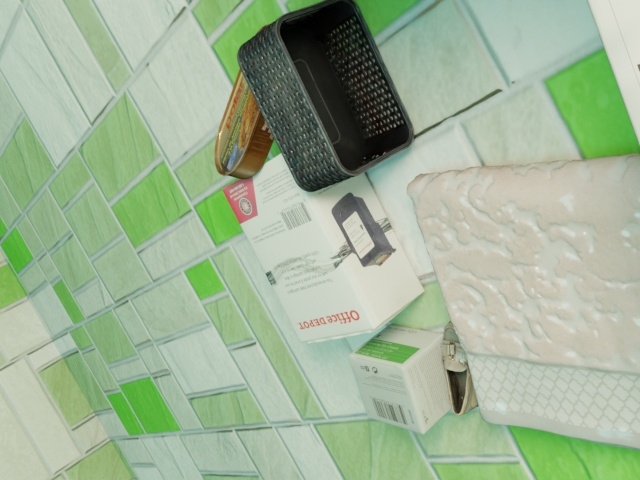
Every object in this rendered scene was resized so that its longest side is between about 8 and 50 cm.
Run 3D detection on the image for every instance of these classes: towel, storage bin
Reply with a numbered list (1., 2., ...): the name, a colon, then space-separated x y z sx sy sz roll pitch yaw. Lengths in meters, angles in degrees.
1. towel: 0.255 0.070 0.764 0.332 0.053 0.316 0 115 49
2. storage bin: 0.006 -0.158 0.833 0.084 0.122 0.180 -17 102 54

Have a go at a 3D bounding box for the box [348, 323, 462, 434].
1. box: 0.110 0.176 0.985 0.101 0.087 0.102 4 117 49

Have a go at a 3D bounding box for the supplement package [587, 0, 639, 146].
1. supplement package: 0.269 -0.133 0.398 0.175 0.177 0.293 -11 107 53

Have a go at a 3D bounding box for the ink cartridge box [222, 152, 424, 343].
1. ink cartridge box: 0.000 0.000 0.976 0.172 0.100 0.237 -21 97 54

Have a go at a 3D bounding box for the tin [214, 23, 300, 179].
1. tin: -0.078 -0.165 0.926 0.106 0.040 0.189 41 113 53

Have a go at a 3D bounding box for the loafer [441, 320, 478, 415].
1. loafer: 0.171 0.159 0.939 0.045 0.039 0.125 10 123 48
